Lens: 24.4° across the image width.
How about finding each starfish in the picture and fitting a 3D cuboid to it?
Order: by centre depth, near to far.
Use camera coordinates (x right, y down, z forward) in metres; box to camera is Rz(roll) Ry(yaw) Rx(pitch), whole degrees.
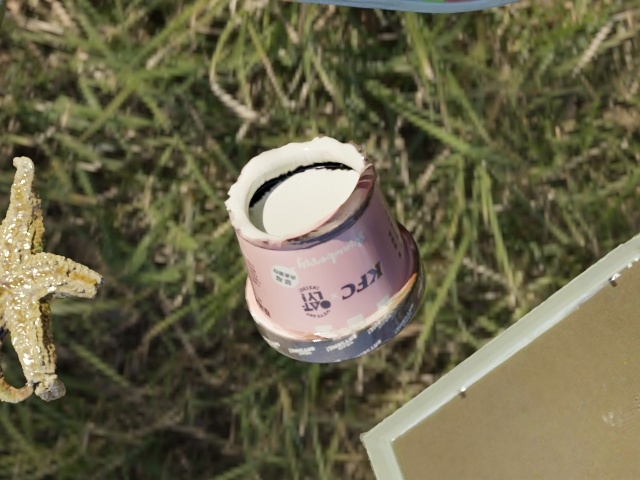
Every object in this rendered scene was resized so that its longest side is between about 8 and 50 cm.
[{"bbox_3d":[-0.259,0.033,1.253,0.150,0.210,0.053,5,175,5],"label":"starfish"}]

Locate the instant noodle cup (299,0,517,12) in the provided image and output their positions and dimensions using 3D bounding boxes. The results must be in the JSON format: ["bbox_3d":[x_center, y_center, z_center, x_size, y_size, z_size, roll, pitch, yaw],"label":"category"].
[{"bbox_3d":[0.057,-0.346,0.949,0.293,0.308,0.294,-2,159,-1],"label":"instant noodle cup"}]

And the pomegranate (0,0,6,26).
[{"bbox_3d":[-0.369,-0.260,1.413,0.181,0.181,0.224,36,103,-27],"label":"pomegranate"}]

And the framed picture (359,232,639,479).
[{"bbox_3d":[0.146,0.139,0.730,0.231,0.293,0.018,-38,129,15],"label":"framed picture"}]

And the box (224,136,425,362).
[{"bbox_3d":[0.000,0.000,1.202,0.151,0.151,0.135,-10,133,10],"label":"box"}]
